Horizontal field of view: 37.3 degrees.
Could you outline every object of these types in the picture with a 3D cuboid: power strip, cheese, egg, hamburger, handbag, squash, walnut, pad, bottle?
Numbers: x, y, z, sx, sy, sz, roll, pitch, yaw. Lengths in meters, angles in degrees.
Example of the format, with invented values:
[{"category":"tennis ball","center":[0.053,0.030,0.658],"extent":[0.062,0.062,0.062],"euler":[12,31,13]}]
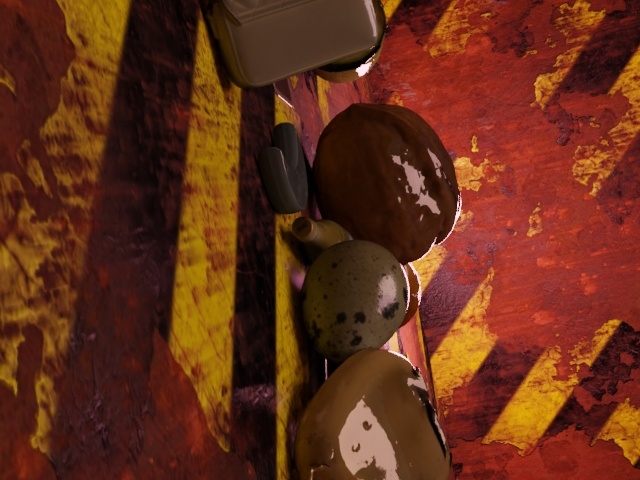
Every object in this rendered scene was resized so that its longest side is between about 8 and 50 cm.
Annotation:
[{"category":"power strip","center":[-0.057,-0.116,1.573],"extent":[0.216,0.044,0.137],"euler":[-71,148,-71]},{"category":"cheese","center":[0.068,0.308,1.378],"extent":[0.259,0.128,0.316],"euler":[60,32,2]},{"category":"egg","center":[0.052,0.102,1.548],"extent":[0.228,0.177,0.177],"euler":[-66,147,-45]},{"category":"hamburger","center":[0.150,0.100,2.168],"extent":[0.283,0.157,0.144],"euler":[70,13,-48]},{"category":"handbag","center":[-0.048,-0.352,1.381],"extent":[0.079,0.256,0.219],"euler":[19,-52,65]},{"category":"squash","center":[0.052,-0.463,2.111],"extent":[0.133,0.220,0.220],"euler":[28,50,-73]},{"category":"walnut","center":[0.128,-0.121,1.929],"extent":[0.306,0.306,0.343],"euler":[-78,150,-67]},{"category":"pad","center":[-0.094,-0.395,1.825],"extent":[0.176,0.002,0.266],"euler":[12,66,-79]},{"category":"bottle","center":[0.000,0.000,1.653],"extent":[0.270,0.083,0.083],"euler":[31,47,-72]}]

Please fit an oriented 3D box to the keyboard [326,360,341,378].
[{"category":"keyboard","center":[0.041,0.214,1.628],"extent":[0.103,0.041,0.381],"euler":[-56,-152,35]}]
